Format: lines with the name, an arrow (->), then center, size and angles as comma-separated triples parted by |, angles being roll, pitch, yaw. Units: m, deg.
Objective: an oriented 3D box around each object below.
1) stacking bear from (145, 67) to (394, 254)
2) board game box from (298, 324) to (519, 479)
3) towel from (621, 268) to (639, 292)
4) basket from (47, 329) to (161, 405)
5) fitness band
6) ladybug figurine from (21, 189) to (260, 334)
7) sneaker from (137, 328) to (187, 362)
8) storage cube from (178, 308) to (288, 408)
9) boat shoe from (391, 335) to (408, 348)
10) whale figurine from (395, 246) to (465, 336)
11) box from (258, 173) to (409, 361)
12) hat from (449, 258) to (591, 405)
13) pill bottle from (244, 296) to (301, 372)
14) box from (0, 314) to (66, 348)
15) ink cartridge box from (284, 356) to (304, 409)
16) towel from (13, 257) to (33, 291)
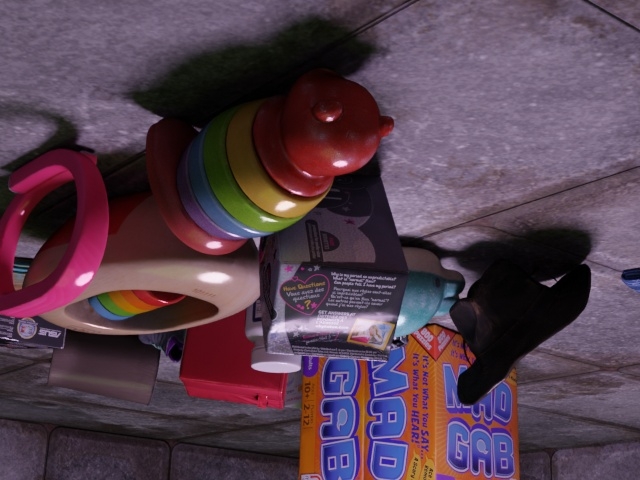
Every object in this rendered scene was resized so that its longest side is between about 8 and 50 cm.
stacking bear -> -0.049, -0.099, 1.204 | 0.175, 0.164, 0.289 | 17, 152, -37
board game box -> 0.200, 0.416, 2.373 | 0.356, 0.357, 0.356 | -12, 157, 37
towel -> 0.569, 0.076, 1.834 | 0.067, 0.029, 0.119 | -12, 157, 37
basket -> -0.481, 0.273, 2.363 | 0.226, 0.154, 0.204 | 11, 168, -12
fitness band -> -0.367, -0.008, 1.405 | 0.054, 0.209, 0.291 | 19, 155, -38
ladybug figurine -> -0.270, 0.034, 1.594 | 0.449, 0.162, 0.305 | -16, 155, 41
sneaker -> -0.326, 0.211, 2.227 | 0.083, 0.098, 0.223 | 14, 158, -31
storage cube -> -0.153, 0.204, 2.021 | 0.193, 0.215, 0.184 | 8, 162, 1
boat shoe -> 0.141, 0.147, 2.009 | 0.065, 0.083, 0.183 | -2, 161, 12
whale figurine -> 0.142, 0.103, 1.787 | 0.216, 0.141, 0.272 | -8, 161, 26
box -> 0.007, 0.023, 1.369 | 0.163, 0.247, 0.142 | 5, 119, -9
hat -> 0.296, 0.112, 1.742 | 0.134, 0.331, 0.331 | 46, 154, -1
pill bottle -> -0.071, 0.124, 1.801 | 0.112, 0.187, 0.112 | 2, 162, 1
box -> -0.687, 0.172, 2.160 | 0.270, 0.060, 0.216 | 16, 165, -41
ink cartridge box -> -0.023, 0.337, 2.498 | 0.090, 0.143, 0.092 | 13, 159, -29
towel -> -0.537, 0.089, 1.983 | 0.370, 0.040, 0.271 | 7, 160, -13
